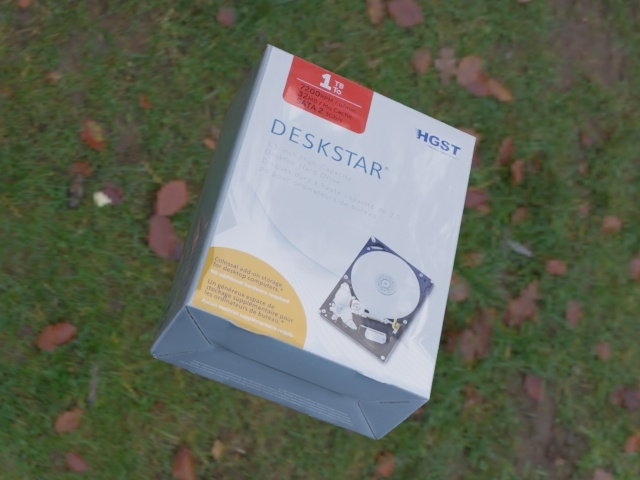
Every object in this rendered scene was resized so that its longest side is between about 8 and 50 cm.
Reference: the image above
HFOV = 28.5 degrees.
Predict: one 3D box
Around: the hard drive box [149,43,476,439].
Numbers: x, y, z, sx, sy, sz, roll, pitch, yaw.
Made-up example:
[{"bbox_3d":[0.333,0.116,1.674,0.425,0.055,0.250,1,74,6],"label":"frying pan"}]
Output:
[{"bbox_3d":[0.000,0.000,0.914,0.181,0.089,0.232,22,55,-13],"label":"hard drive box"}]
